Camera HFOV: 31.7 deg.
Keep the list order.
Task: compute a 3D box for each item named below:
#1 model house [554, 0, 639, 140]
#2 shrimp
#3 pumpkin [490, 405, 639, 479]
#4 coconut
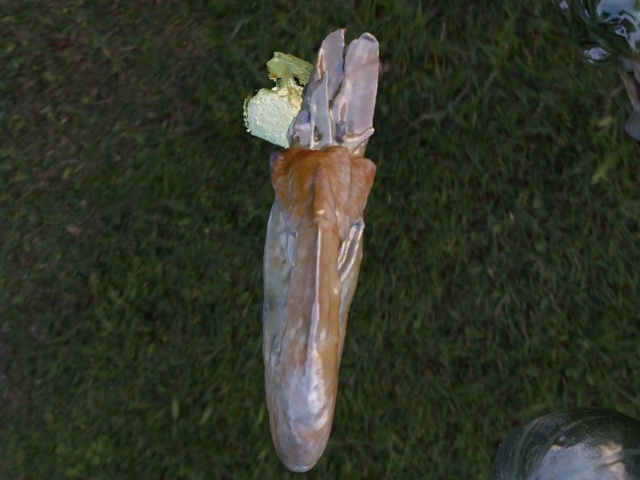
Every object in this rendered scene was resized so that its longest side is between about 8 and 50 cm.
[{"bbox_3d":[0.474,-0.153,1.125,0.395,0.445,0.399,-25,98,6],"label":"model house"},{"bbox_3d":[0.000,0.000,0.782,0.077,0.168,0.317,6,85,-7],"label":"shrimp"},{"bbox_3d":[0.392,0.396,1.586,0.258,0.291,0.327,-12,76,-16],"label":"pumpkin"},{"bbox_3d":[-0.011,-0.133,1.105,0.133,0.158,0.055,31,120,-20],"label":"coconut"}]
